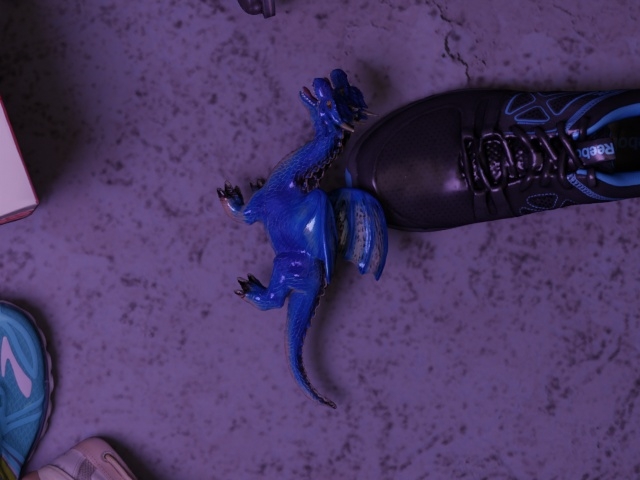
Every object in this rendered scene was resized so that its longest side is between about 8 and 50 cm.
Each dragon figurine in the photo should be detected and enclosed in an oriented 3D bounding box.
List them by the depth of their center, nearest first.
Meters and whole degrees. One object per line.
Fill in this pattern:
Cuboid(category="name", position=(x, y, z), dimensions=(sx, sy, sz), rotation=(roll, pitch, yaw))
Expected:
Cuboid(category="dragon figurine", position=(0.000, 0.000, 1.432), dimensions=(0.085, 0.144, 0.289), rotation=(-3, 81, -53))

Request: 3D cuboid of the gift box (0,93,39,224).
Cuboid(category="gift box", position=(-0.378, -0.066, 1.328), dimensions=(0.258, 0.255, 0.276), rotation=(-19, 88, -11))

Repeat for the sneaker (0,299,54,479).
Cuboid(category="sneaker", position=(-0.292, 0.186, 1.406), dimensions=(0.107, 0.110, 0.275), rotation=(13, 86, -8))

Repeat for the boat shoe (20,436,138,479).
Cuboid(category="boat shoe", position=(-0.122, 0.285, 1.399), dimensions=(0.302, 0.109, 0.098), rotation=(41, 51, 18))

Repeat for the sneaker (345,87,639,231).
Cuboid(category="sneaker", position=(0.192, -0.084, 1.475), dimensions=(0.340, 0.139, 0.125), rotation=(-11, 93, -7))

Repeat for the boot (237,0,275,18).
Cuboid(category="boot", position=(-0.180, -0.272, 1.458), dimensions=(0.229, 0.091, 0.263), rotation=(-28, 89, -3))
